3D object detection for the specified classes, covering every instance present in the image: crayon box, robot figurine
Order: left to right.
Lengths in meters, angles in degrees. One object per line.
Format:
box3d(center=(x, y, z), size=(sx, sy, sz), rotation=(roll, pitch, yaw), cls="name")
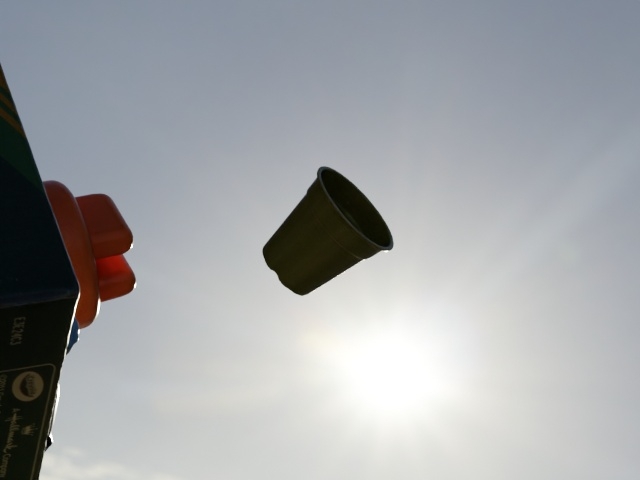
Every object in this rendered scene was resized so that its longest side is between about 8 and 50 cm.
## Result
box3d(center=(-0.230, -0.022, 1.009), size=(0.083, 0.323, 0.203), rotation=(-8, -38, -24), cls="crayon box")
box3d(center=(-0.261, 0.023, 1.399), size=(0.219, 0.128, 0.158), rotation=(-14, -13, -19), cls="robot figurine")

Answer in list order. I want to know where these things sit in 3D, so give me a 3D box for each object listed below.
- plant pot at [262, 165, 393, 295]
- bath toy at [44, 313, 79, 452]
box3d(center=(0.000, 0.000, 1.344), size=(0.079, 0.083, 0.083), rotation=(-42, -46, 18), cls="plant pot")
box3d(center=(-0.289, 0.191, 1.275), size=(0.151, 0.348, 0.129), rotation=(18, 22, -2), cls="bath toy")
